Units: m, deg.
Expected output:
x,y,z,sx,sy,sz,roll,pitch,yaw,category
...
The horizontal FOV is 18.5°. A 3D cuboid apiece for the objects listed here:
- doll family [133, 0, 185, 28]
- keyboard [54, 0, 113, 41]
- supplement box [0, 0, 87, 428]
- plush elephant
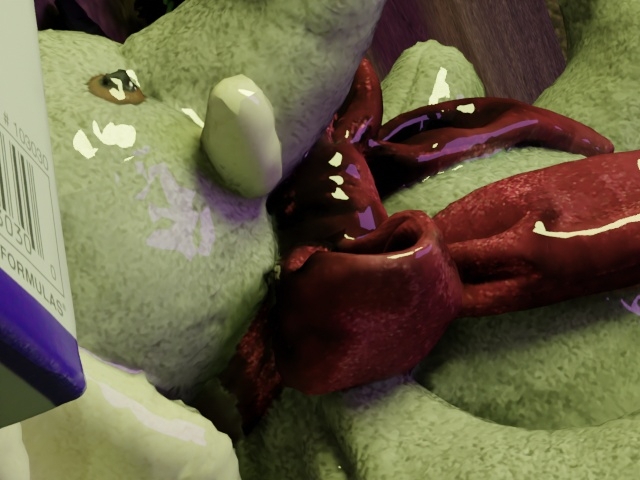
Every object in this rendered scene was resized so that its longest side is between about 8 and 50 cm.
x,y,z,sx,sy,sz,roll,pitch,yaw,category
-0.037,-0.078,0.874,0.111,0.076,0.193,66,4,-80,doll family
-0.062,-0.002,0.785,0.192,0.038,0.100,61,-8,-26,keyboard
-0.132,-0.066,0.403,0.111,0.114,0.220,49,25,-53,supplement box
0.000,0.000,0.551,0.255,0.330,0.272,38,10,-31,plush elephant
